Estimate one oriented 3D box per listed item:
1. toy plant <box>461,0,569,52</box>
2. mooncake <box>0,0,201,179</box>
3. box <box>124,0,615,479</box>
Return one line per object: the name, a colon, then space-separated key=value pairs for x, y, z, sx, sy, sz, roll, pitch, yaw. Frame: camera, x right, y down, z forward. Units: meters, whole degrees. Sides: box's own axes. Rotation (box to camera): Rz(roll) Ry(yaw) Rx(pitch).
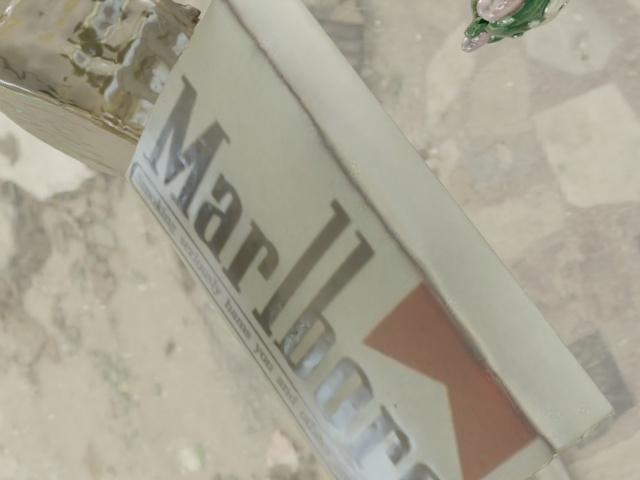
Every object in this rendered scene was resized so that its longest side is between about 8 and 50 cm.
toy plant: x=0.263 y=-0.327 z=1.602 sx=0.243 sy=0.232 sz=0.112 roll=-44 pitch=85 yaw=7
mooncake: x=-0.168 y=-0.132 z=1.016 sx=0.228 sy=0.228 sz=0.124 roll=13 pitch=74 yaw=42
box: x=0.005 y=0.013 z=0.429 sx=0.177 sy=0.036 sz=0.115 roll=54 pitch=143 yaw=14
